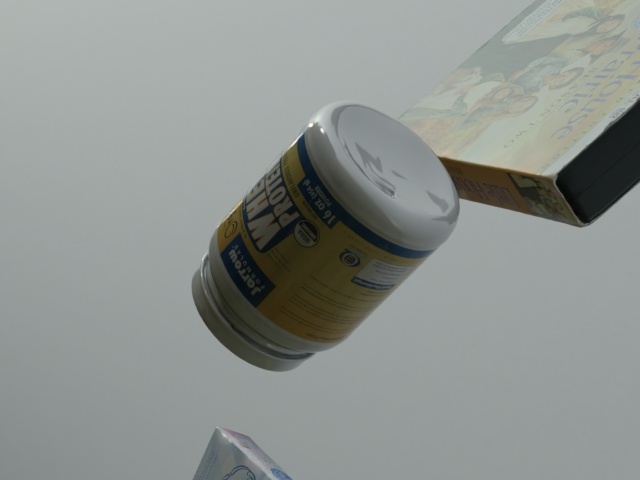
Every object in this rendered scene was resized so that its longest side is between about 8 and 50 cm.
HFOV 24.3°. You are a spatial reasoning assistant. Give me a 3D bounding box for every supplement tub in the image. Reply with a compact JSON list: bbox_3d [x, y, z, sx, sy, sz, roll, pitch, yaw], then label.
[{"bbox_3d":[0.000,0.000,1.206,0.200,0.144,0.144,-47,-121,30],"label":"supplement tub"}]

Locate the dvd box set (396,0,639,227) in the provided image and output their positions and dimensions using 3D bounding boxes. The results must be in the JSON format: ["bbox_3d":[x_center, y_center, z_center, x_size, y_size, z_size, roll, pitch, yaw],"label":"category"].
[{"bbox_3d":[0.245,-0.151,1.441,0.062,0.307,0.420,53,-10,-18],"label":"dvd box set"}]

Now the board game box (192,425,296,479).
[{"bbox_3d":[-0.037,0.132,0.597,0.090,0.020,0.090,29,-84,61],"label":"board game box"}]
